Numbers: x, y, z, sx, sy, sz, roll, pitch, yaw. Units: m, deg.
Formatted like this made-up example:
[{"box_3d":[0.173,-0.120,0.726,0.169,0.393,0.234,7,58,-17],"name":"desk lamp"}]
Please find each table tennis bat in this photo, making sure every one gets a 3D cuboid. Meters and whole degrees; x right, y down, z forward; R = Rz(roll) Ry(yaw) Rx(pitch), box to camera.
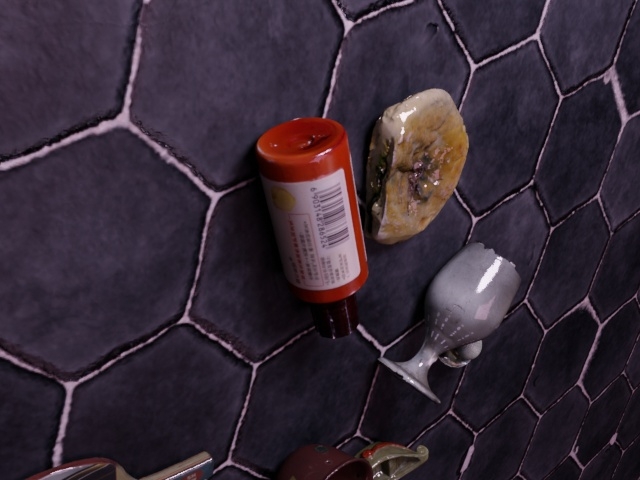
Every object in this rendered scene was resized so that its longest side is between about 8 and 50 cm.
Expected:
[{"box_3d":[-0.264,0.320,0.810,0.301,0.022,0.173,-12,119,-36],"name":"table tennis bat"}]

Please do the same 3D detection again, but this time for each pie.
[{"box_3d":[0.133,-0.101,0.930,0.185,0.052,0.218,-23,128,-39],"name":"pie"}]

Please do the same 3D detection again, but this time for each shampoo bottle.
[{"box_3d":[0.000,0.000,0.821,0.104,0.104,0.278,-31,129,-27],"name":"shampoo bottle"}]

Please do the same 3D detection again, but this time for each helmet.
[{"box_3d":[-0.015,0.367,0.995,0.155,0.106,0.175,1,109,-48],"name":"helmet"}]

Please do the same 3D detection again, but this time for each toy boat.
[{"box_3d":[0.091,0.381,1.125,0.185,0.071,0.089,-30,129,-27],"name":"toy boat"}]

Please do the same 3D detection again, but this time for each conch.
[{"box_3d":[0.226,0.170,1.152,0.076,0.056,0.085,-44,105,7],"name":"conch"}]

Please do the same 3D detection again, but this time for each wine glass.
[{"box_3d":[0.201,0.124,1.056,0.241,0.126,0.126,-54,136,-5],"name":"wine glass"}]
